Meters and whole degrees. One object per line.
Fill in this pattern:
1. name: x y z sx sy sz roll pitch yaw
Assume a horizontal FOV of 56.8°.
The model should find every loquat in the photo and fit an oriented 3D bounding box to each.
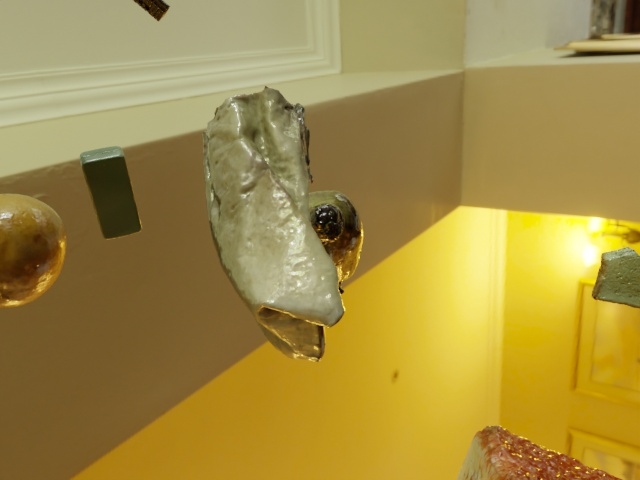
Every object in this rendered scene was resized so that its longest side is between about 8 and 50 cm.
1. loquat: -0.742 0.012 1.406 0.275 0.275 0.274 -18 -67 -53

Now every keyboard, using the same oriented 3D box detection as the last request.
1. keyboard: -0.454 -0.607 1.417 0.196 0.060 0.018 37 -133 -20

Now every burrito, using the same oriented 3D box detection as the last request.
1. burrito: -0.066 -0.014 0.734 0.135 0.190 0.331 0 -120 -22

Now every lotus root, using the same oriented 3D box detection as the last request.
1. lotus root: 0.000 0.000 1.043 0.309 0.173 0.173 93 -160 -67

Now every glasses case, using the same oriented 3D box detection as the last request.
1. glasses case: -0.396 -0.088 1.126 0.078 0.039 0.184 -15 -47 -17

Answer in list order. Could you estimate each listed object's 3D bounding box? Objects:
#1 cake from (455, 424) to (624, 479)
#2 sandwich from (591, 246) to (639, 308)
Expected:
1. cake: 0.122 0.230 0.424 0.262 0.160 0.158 19 -92 -47
2. sandwich: 0.491 0.060 0.932 0.036 0.105 0.093 -36 -40 -70
